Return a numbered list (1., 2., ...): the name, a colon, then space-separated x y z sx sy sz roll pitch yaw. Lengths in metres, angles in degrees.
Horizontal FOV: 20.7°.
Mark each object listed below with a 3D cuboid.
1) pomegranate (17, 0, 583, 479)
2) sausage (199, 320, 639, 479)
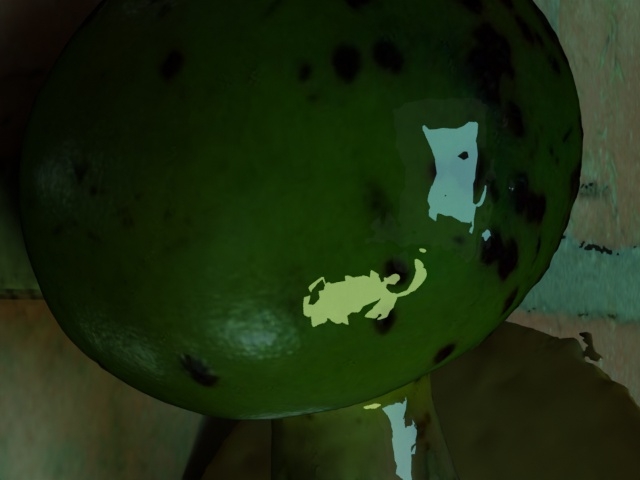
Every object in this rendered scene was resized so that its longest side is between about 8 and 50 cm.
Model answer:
1. pomegranate: 0.000 0.000 0.626 0.202 0.202 0.248 -32 112 -58
2. sausage: 0.084 0.202 0.766 0.287 0.233 0.233 54 45 -46
